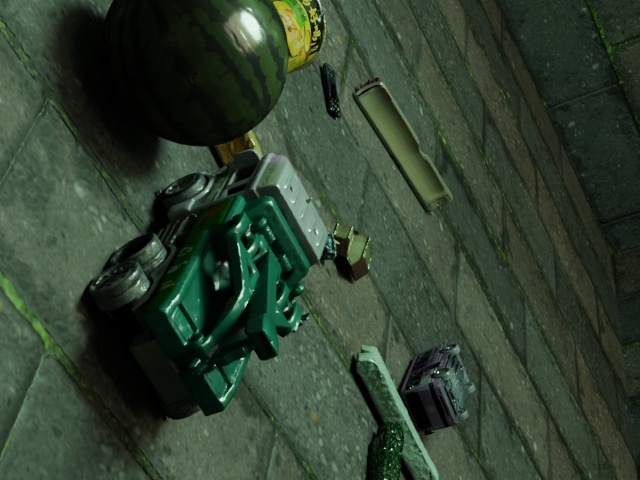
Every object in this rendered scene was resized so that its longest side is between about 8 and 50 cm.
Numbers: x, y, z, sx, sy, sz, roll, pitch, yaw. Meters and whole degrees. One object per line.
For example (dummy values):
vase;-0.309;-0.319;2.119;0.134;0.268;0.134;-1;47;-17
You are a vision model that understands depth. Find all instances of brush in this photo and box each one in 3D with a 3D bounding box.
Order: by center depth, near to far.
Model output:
brush;0.154;-0.176;2.335;0.321;0.060;0.050;54;16;-38

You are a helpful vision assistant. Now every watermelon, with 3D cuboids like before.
watermelon;-0.136;-0.208;1.410;0.212;0.212;0.212;52;28;-42

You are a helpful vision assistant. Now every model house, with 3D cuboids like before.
model house;0.046;0.018;1.909;0.083;0.057;0.058;71;35;-66

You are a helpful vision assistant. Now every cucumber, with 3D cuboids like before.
cucumber;0.084;0.345;1.724;0.044;0.043;0.257;54;27;-28

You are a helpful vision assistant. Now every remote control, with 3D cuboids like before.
remote control;0.017;-0.249;2.109;0.039;0.014;0.096;35;42;-58

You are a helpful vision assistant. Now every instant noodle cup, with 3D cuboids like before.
instant noodle cup;-0.082;-0.281;1.724;0.151;0.151;0.122;65;33;-16

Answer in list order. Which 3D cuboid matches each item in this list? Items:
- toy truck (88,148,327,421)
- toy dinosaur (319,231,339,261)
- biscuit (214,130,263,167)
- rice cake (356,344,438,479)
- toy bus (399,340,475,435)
toy truck;-0.100;0.043;1.335;0.177;0.178;0.363;62;20;-22
toy dinosaur;0.000;0.000;1.825;0.083;0.030;0.047;42;34;-54
biscuit;-0.109;-0.130;1.634;0.056;0.052;0.188;-86;153;-72
rice cake;0.111;0.262;1.865;0.045;0.042;0.245;-89;155;-67
toy bus;0.180;0.233;1.997;0.178;0.098;0.087;-53;123;-69
